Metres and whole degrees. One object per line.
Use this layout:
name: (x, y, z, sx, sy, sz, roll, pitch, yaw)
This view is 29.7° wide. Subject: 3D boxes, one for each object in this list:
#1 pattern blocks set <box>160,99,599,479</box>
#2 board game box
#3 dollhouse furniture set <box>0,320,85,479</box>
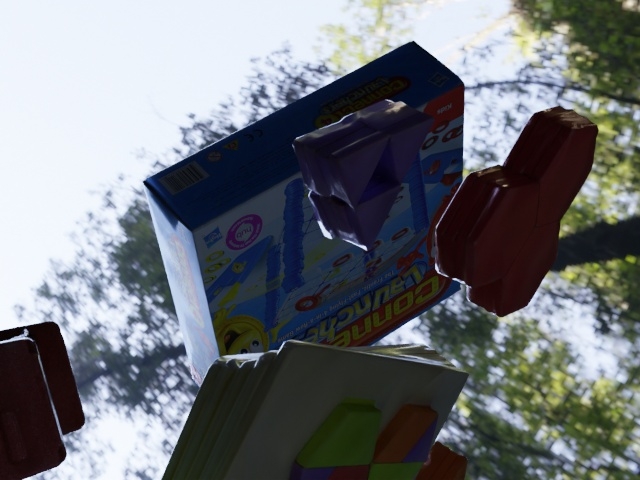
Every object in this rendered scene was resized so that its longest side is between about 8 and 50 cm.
pattern blocks set: (-0.017, 0.109, 0.394, 0.285, 0.026, 0.324, -9, -57, -55)
board game box: (0.000, 0.000, 1.199, 0.308, 0.086, 0.302, -30, -39, -20)
dollhouse furniture set: (-0.260, 0.264, 1.027, 0.152, 0.201, 0.374, -16, -89, -6)
